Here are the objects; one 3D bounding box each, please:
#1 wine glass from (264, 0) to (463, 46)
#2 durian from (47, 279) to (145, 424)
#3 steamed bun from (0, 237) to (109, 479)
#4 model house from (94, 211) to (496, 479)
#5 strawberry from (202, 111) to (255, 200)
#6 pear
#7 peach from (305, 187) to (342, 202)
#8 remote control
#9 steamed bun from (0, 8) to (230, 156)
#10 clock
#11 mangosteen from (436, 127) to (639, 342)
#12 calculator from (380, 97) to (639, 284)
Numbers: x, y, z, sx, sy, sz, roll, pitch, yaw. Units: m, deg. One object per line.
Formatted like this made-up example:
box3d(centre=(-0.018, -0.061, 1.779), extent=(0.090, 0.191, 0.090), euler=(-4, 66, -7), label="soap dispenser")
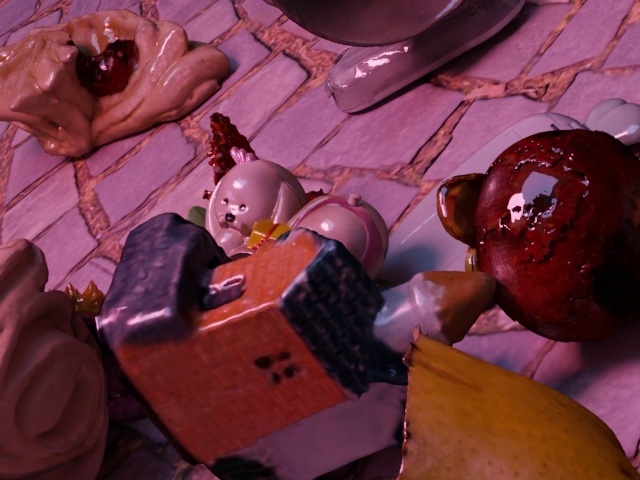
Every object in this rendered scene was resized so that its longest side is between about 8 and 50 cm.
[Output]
box3d(centre=(0.018, -0.353, 1.840), extent=(0.267, 0.267, 0.406), euler=(-41, 12, -2), label="wine glass")
box3d(centre=(-0.233, 0.108, 1.682), extent=(0.260, 0.154, 0.186), euler=(-18, 10, 22), label="durian")
box3d(centre=(-0.321, 0.151, 1.479), extent=(0.255, 0.368, 0.342), euler=(-10, 11, 14), label="steamed bun")
box3d(centre=(0.011, 0.070, 1.306), extent=(0.291, 0.253, 0.184), euler=(-19, 32, 23), label="model house")
box3d(centre=(-0.076, -0.010, 1.602), extent=(0.087, 0.208, 0.167), euler=(5, 42, -2), label="strawberry")
box3d(centre=(0.135, 0.183, 1.075), extent=(0.178, 0.267, 0.267), euler=(-2, 40, 14), label="pear")
box3d(centre=(0.001, 0.001, 1.569), extent=(0.098, 0.098, 0.061), euler=(-41, 30, -2), label="peach")
box3d(centre=(0.111, -0.218, 1.792), extent=(0.247, 0.052, 0.104), euler=(-28, 26, 23), label="remote control")
box3d(centre=(-0.338, -0.213, 2.189), extent=(0.428, 0.189, 0.247), euler=(10, 63, 54), label="steamed bun")
box3d(centre=(-0.024, 0.007, 1.465), extent=(0.231, 0.144, 0.103), euler=(23, 29, 24), label="clock")
box3d(centre=(0.181, -0.003, 1.285), extent=(0.180, 0.166, 0.166), euler=(-4, 44, 54), label="mangosteen")
box3d(centre=(0.165, -0.031, 1.467), extent=(0.295, 0.042, 0.184), euler=(-39, 28, 4), label="calculator")
